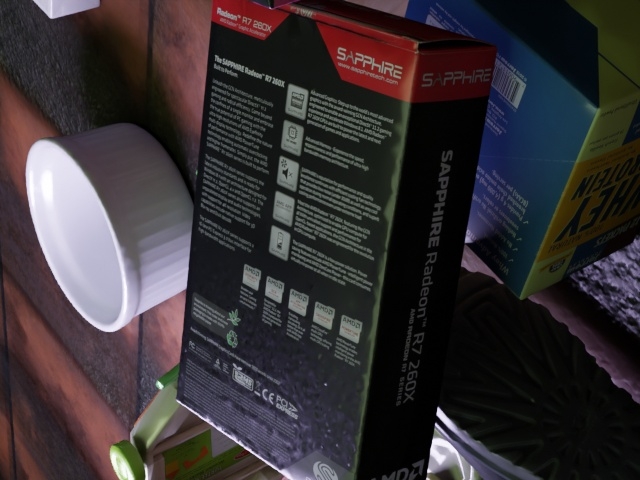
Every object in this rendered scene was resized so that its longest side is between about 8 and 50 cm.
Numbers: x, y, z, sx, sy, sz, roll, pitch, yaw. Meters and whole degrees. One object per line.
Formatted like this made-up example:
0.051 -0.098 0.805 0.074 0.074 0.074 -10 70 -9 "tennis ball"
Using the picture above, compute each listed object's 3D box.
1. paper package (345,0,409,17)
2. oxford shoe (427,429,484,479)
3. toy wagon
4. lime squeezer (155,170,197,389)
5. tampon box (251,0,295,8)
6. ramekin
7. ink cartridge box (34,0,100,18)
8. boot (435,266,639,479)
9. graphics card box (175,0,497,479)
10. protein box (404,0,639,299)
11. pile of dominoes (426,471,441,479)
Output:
0.019 -0.375 1.066 0.310 0.168 0.325 58 150 14 "paper package"
0.014 0.120 1.452 0.449 0.130 0.169 46 141 27 "oxford shoe"
-0.134 0.293 1.664 0.068 0.267 0.344 41 142 38 "toy wagon"
-0.117 0.050 1.593 0.059 0.110 0.310 -36 37 47 "lime squeezer"
-0.039 -0.247 0.956 0.161 0.120 0.102 32 136 43 "tampon box"
-0.281 -0.027 1.812 0.277 0.135 0.277 36 137 41 "ramekin"
-0.384 -0.416 1.763 0.231 0.078 0.134 46 143 32 "ink cartridge box"
0.142 0.253 1.245 0.367 0.146 0.445 40 147 5 "boot"
0.000 0.000 1.035 0.232 0.094 0.371 24 115 42 "graphics card box"
0.167 -0.106 1.043 0.200 0.136 0.201 48 145 29 "protein box"
0.038 0.245 1.455 0.196 0.040 0.251 37 161 9 "pile of dominoes"
